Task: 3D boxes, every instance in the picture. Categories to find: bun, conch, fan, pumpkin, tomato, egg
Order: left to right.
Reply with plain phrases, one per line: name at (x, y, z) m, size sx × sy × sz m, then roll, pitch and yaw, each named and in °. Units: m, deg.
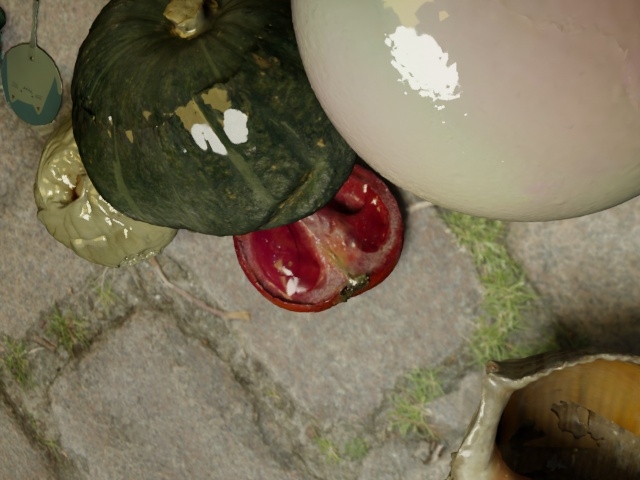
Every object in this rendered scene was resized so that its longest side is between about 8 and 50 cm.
fan at (-0.389, -0.240, 1.476) m, size 0.113 × 0.005 × 0.175 m, roll 23°, pitch 117°, yaw 24°
bun at (-0.276, -0.067, 1.389) m, size 0.221 × 0.134 × 0.220 m, roll 9°, pitch 107°, yaw 30°
pumpkin at (-0.106, -0.156, 1.175) m, size 0.328 × 0.291 × 0.257 m, roll -4°, pitch 142°, yaw 19°
tomato at (0.000, 0.000, 1.271) m, size 0.189 × 0.099 × 0.173 m, roll -31°, pitch 70°, yaw -3°
egg at (0.133, -0.200, 0.906) m, size 0.355 × 0.340 × 0.354 m, roll -6°, pitch 79°, yaw 35°
conch at (0.257, 0.221, 1.131) m, size 0.352 × 0.210 × 0.297 m, roll -17°, pitch 117°, yaw -6°

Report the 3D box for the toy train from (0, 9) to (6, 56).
toy train at (-0.509, -0.243, 1.444) m, size 0.107 × 0.198 × 0.154 m, roll 45°, pitch 139°, yaw 8°
